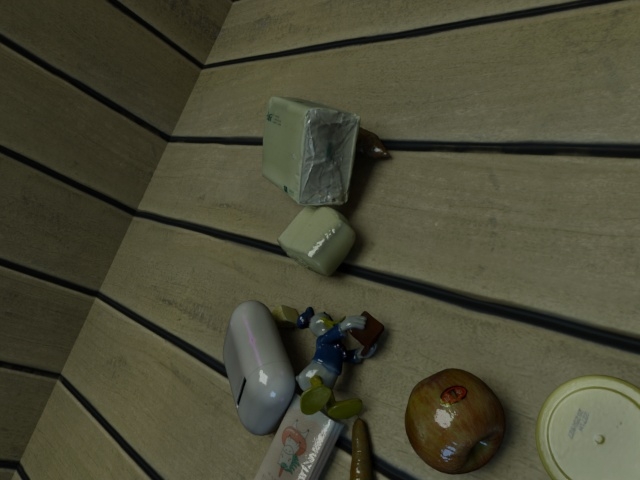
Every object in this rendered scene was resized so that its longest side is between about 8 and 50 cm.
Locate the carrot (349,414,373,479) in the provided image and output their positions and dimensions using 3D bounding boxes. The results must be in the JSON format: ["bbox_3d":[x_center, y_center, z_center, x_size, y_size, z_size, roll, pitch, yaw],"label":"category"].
[{"bbox_3d":[0.098,0.563,1.341,0.078,0.078,0.298,-25,48,33],"label":"carrot"}]

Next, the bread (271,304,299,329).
[{"bbox_3d":[-0.127,0.263,1.708,0.109,0.084,0.080,-42,43,18],"label":"bread"}]

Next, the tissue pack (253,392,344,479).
[{"bbox_3d":[-0.075,0.596,1.445,0.170,0.071,0.326,22,83,45],"label":"tissue pack"}]

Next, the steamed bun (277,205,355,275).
[{"bbox_3d":[0.000,0.000,1.679,0.200,0.155,0.250,-51,40,-10],"label":"steamed bun"}]

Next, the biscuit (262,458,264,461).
[{"bbox_3d":[-0.122,0.665,1.523,0.237,0.026,0.131,-43,43,18],"label":"biscuit"}]

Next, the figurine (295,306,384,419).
[{"bbox_3d":[0.028,0.276,1.468,0.283,0.204,0.338,-40,39,4],"label":"figurine"}]

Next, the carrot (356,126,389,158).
[{"bbox_3d":[0.136,-0.321,1.789,0.263,0.101,0.102,36,95,44],"label":"carrot"}]

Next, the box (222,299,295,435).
[{"bbox_3d":[-0.190,0.373,1.604,0.349,0.141,0.289,63,144,40],"label":"box"}]

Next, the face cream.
[{"bbox_3d":[0.519,0.362,0.956,0.218,0.179,0.218,-22,54,34],"label":"face cream"}]

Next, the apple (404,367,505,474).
[{"bbox_3d":[0.282,0.383,1.153,0.211,0.211,0.188,-53,42,8],"label":"apple"}]

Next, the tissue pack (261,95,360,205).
[{"bbox_3d":[-0.045,-0.299,1.759,0.380,0.207,0.298,-142,56,-60],"label":"tissue pack"}]
